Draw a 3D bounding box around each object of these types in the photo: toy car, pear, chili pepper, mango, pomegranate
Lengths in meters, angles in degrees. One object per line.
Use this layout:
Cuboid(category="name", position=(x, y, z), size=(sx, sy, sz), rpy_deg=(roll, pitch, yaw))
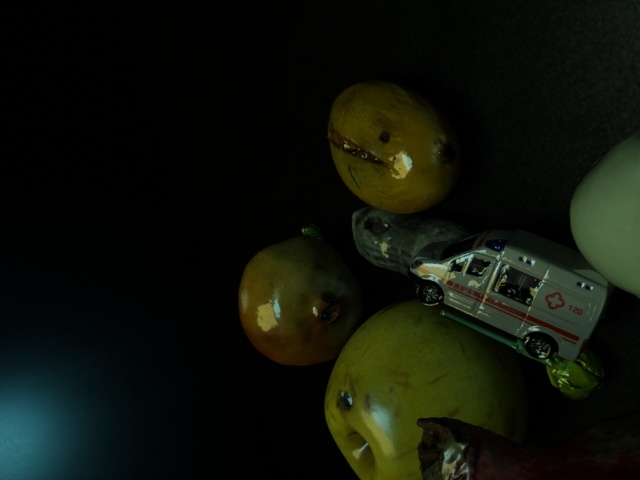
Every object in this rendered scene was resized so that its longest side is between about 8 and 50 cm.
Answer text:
Cuboid(category="toy car", position=(0.202, 0.039, 0.564), size=(0.209, 0.089, 0.108), rpy_deg=(25, 123, 24))
Cuboid(category="pear", position=(0.139, 0.211, 0.697), size=(0.281, 0.280, 0.281), rpy_deg=(45, 145, 44))
Cuboid(category="chili pepper", position=(0.003, -0.006, 1.110), size=(0.118, 0.035, 0.056), rpy_deg=(43, 157, 31))
Cuboid(category="mango", position=(0.081, -0.138, 0.736), size=(0.295, 0.120, 0.177), rpy_deg=(35, 135, 53))
Cuboid(category="pomegranate", position=(-0.037, 0.120, 1.020), size=(0.264, 0.264, 0.265), rpy_deg=(45, 145, 44))

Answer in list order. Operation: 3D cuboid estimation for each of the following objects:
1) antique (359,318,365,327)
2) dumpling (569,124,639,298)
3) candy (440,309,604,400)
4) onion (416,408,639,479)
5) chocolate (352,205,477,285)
Cuboid(category="antique", position=(0.117, 0.249, 1.067), size=(0.192, 0.015, 0.031), rpy_deg=(65, 155, 14))
Cuboid(category="dumpling", position=(0.302, 0.003, 0.371), size=(0.175, 0.243, 0.227), rpy_deg=(-40, 86, 29))
Cuboid(category="candy", position=(0.226, 0.122, 0.583), size=(0.193, 0.062, 0.058), rpy_deg=(23, 137, 3))
Cuboid(category="onion", position=(0.233, 0.257, 0.375), size=(0.385, 0.348, 0.348), rpy_deg=(30, 140, 17))
Cuboid(category="chocolate", position=(0.137, 0.007, 0.749), size=(0.248, 0.110, 0.110), rpy_deg=(33, 136, 54))
